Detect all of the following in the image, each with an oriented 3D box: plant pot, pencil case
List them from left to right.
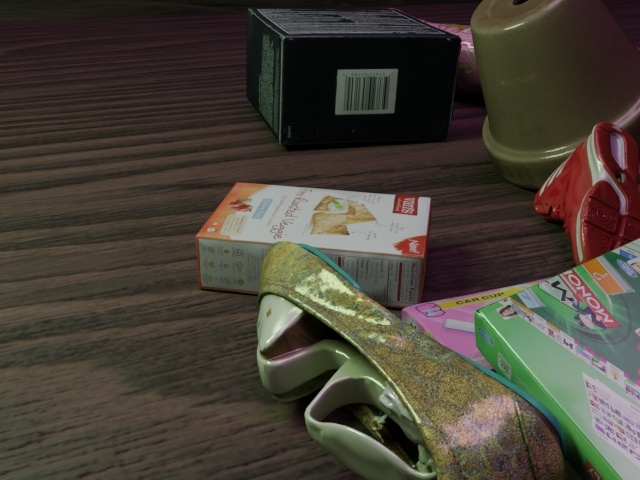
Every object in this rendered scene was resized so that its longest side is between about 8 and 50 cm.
[{"bbox_3d":[0.286,-0.363,1.535,0.386,0.160,0.167,19,38,31],"label":"pencil case"},{"bbox_3d":[0.316,-0.238,1.063,0.263,0.229,0.263,-26,33,18],"label":"plant pot"}]

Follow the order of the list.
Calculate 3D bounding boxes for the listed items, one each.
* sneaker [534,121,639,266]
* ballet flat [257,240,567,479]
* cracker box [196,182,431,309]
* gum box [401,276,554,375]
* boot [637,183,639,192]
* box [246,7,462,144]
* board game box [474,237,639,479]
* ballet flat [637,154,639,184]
[{"bbox_3d":[0.313,-0.024,0.913,0.087,0.128,0.221,27,55,-6],"label":"sneaker"},{"bbox_3d":[0.020,0.097,0.585,0.123,0.123,0.348,-15,29,-32],"label":"ballet flat"},{"bbox_3d":[0.000,0.000,0.836,0.232,0.067,0.155,6,25,8],"label":"cracker box"},{"bbox_3d":[0.175,0.090,0.654,0.188,0.062,0.107,-9,27,-21],"label":"gum box"},{"bbox_3d":[0.485,-0.015,0.854,0.220,0.109,0.283,-9,34,-10],"label":"boot"},{"bbox_3d":[0.042,-0.292,1.335,0.296,0.182,0.294,-4,26,-15],"label":"box"},{"bbox_3d":[0.272,0.117,0.481,0.214,0.046,0.317,-22,43,-11],"label":"board game box"},{"bbox_3d":[0.394,-0.130,1.131,0.077,0.091,0.241,-24,23,-1],"label":"ballet flat"}]
